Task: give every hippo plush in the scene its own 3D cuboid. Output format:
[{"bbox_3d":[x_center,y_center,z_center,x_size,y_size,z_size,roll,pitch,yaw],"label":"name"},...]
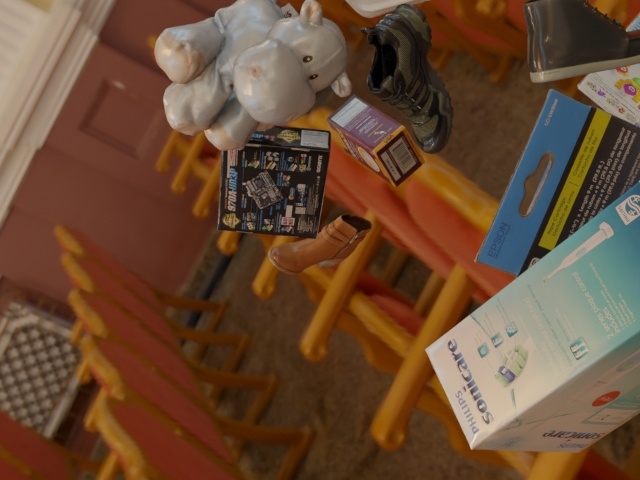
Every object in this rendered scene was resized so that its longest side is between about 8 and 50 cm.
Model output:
[{"bbox_3d":[-0.060,-0.237,1.535,0.236,0.234,0.294,22,56,42],"label":"hippo plush"}]

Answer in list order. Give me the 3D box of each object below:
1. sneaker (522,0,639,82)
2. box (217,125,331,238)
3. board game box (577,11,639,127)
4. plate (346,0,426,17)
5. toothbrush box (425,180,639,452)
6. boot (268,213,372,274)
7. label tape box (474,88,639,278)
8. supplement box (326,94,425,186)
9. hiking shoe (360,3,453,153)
[{"bbox_3d":[0.388,-0.297,1.487,0.083,0.222,0.118,-155,51,-69],"label":"sneaker"},{"bbox_3d":[-0.080,-0.096,1.784,0.220,0.175,0.051,98,175,-49],"label":"box"},{"bbox_3d":[0.575,-0.323,1.769,0.142,0.144,0.275,-47,-5,-32],"label":"board game box"},{"bbox_3d":[0.076,-0.468,1.756,0.278,0.277,0.045,-2,54,50],"label":"plate"},{"bbox_3d":[0.292,0.093,1.102,0.295,0.216,0.126,-41,55,29],"label":"toothbrush box"},{"bbox_3d":[0.000,0.000,2.208,0.152,0.197,0.073,-43,63,40],"label":"boot"},{"bbox_3d":[0.360,-0.045,1.437,0.241,0.333,0.106,-67,25,7],"label":"label tape box"},{"bbox_3d":[0.106,-0.197,2.110,0.081,0.104,0.188,-41,40,-7],"label":"supplement box"},{"bbox_3d":[0.117,-0.221,1.562,0.114,0.227,0.086,-30,24,-26],"label":"hiking shoe"}]
